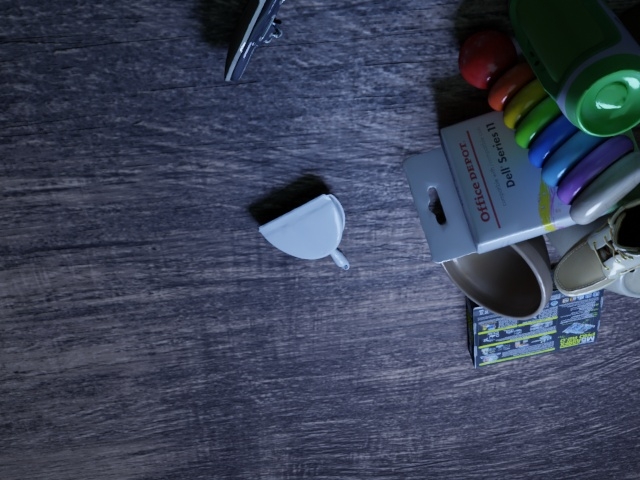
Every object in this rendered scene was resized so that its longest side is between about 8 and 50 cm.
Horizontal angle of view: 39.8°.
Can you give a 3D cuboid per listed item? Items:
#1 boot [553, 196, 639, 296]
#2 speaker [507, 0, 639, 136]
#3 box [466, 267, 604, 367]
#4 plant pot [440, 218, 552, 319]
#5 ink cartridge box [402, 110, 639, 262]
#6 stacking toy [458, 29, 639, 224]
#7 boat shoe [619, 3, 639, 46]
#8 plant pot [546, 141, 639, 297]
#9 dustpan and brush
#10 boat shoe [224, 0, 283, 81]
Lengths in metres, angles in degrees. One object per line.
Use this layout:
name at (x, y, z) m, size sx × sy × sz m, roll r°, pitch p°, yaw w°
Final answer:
boot at (0.474, 0.009, 1.416) m, size 0.262 × 0.095 × 0.203 m, roll -32°, pitch 167°, yaw 22°
speaker at (0.355, -0.274, 1.229) m, size 0.131 × 0.297 × 0.131 m, roll -6°, pitch 134°, yaw -6°
box at (0.438, 0.155, 1.822) m, size 0.270 × 0.060 × 0.216 m, roll -12°, pitch 138°, yaw 1°
plant pot at (0.332, 0.023, 1.608) m, size 0.110 × 0.237 × 0.237 m, roll -44°, pitch 141°, yaw -25°
ink cartridge box at (0.322, -0.108, 1.434) m, size 0.353 × 0.207 × 0.119 m, roll -18°, pitch 171°, yaw 6°
stacking toy at (0.333, -0.186, 1.326) m, size 0.141 × 0.330 × 0.141 m, roll -35°, pitch 164°, yaw -12°
boat shoe at (0.579, -0.329, 1.359) m, size 0.302 × 0.109 × 0.098 m, roll -25°, pitch 132°, yaw 5°
plant pot at (0.570, -0.009, 1.605) m, size 0.284 × 0.191 × 0.284 m, roll -6°, pitch 134°, yaw -6°
dustpan and brush at (0.000, 0.000, 1.601) m, size 0.147 × 0.060 × 0.211 m, roll -26°, pitch 126°, yaw 16°
boat shoe at (-0.079, -0.308, 1.266) m, size 0.065 × 0.075 × 0.206 m, roll 17°, pitch 123°, yaw -22°
